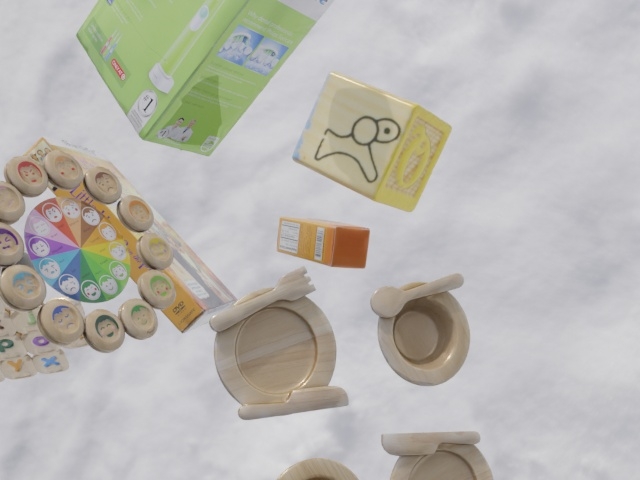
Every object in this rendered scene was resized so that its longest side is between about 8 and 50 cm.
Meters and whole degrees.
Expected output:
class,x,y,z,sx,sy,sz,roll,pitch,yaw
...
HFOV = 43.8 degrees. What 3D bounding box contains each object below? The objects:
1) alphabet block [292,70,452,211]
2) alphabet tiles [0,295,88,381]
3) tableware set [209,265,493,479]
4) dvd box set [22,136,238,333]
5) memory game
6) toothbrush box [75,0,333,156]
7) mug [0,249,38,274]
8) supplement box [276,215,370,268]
class,x,y,z,sx,sy,sz,roll,pitch,yaw
alphabet block,0.099,-0.184,1.501,0.197,0.193,0.192,29,101,28
alphabet tiles,-0.536,0.158,1.340,0.284,0.278,0.021,-9,53,-8
tableware set,0.024,0.092,0.403,0.020,0.141,0.168,150,109,-64
dvd box set,-0.343,-0.011,1.508,0.062,0.307,0.420,-43,86,3
memory game,-0.194,0.005,0.655,0.012,0.186,0.186,-33,73,33
toothbrush box,-0.140,-0.278,0.959,0.283,0.122,0.206,-49,61,22
mug,-0.742,0.065,1.764,0.169,0.150,0.113,6,82,26
supplement box,0.000,0.000,1.489,0.233,0.078,0.080,17,102,62
